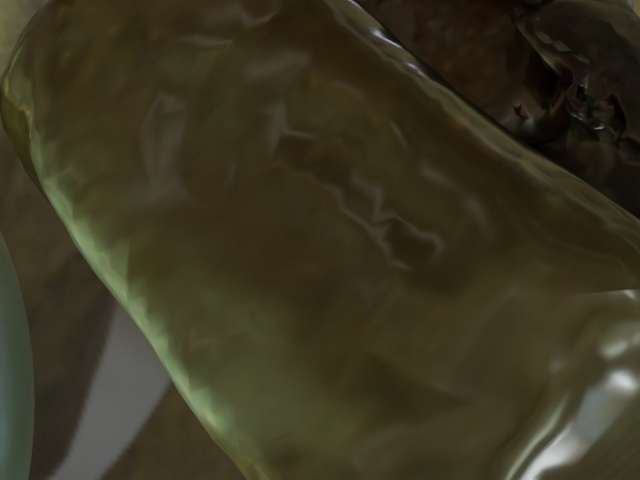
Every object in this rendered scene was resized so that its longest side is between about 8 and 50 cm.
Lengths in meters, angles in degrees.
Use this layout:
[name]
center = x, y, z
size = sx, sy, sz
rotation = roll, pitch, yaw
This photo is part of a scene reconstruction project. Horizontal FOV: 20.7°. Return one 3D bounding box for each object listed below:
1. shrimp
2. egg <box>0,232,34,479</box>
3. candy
[shrimp]
center = 0.058, -0.070, 0.623
size = 0.137, 0.172, 0.372
rotation = -28, -135, 13
[egg]
center = -0.200, 0.067, 0.595
size = 0.203, 0.203, 0.282
rotation = 0, -126, 9
[candy]
center = 0.000, 0.000, 0.446
size = 0.104, 0.102, 0.234
rotation = -45, -132, 1
